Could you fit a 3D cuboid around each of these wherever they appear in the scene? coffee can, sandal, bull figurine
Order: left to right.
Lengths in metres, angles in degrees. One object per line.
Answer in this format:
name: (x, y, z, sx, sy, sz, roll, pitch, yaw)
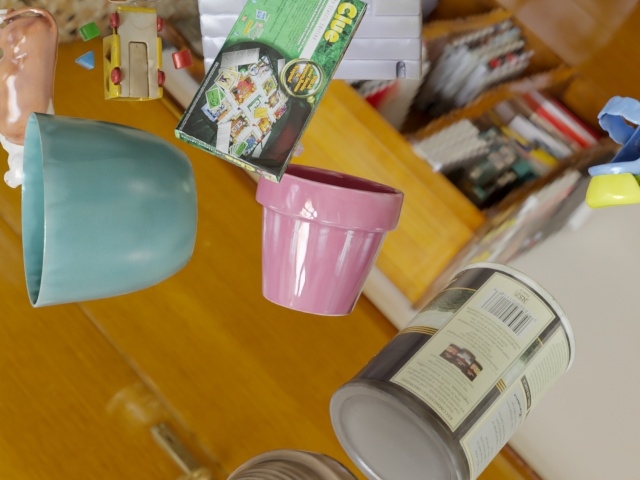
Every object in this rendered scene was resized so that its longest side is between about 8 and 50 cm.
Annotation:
bull figurine: (-0.528, -0.252, 1.889, 0.101, 0.188, 0.310, -27, 131, -70)
coffee can: (0.175, 0.184, 1.418, 0.275, 0.201, 0.201, -40, 165, -34)
sandal: (0.479, -0.136, 1.408, 0.317, 0.138, 0.126, -13, -178, -19)

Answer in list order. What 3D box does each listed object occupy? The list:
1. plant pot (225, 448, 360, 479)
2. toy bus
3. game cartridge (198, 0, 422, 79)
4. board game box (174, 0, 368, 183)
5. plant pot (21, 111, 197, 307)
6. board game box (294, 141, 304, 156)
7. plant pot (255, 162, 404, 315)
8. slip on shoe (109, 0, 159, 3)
plant pot: (-0.058, 0.309, 1.009, 0.110, 0.237, 0.237, 16, 122, -44)
toy bus: (-0.351, -0.350, 2.019, 0.202, 0.191, 0.104, -50, -155, -20)
game cartridge: (-0.016, -0.369, 1.735, 0.068, 0.355, 0.230, -73, 163, -62)
board game box: (-0.055, -0.204, 1.308, 0.030, 0.136, 0.259, 101, 14, -69)
plant pot: (-0.322, -0.046, 1.678, 0.235, 0.293, 0.293, 0, 145, -21)
board game box: (-0.078, -0.163, 1.577, 0.090, 0.090, 0.020, 2, 142, -40)
plant pot: (0.000, 0.000, 1.505, 0.201, 0.201, 0.180, -6, 110, -66)
slip on shoe: (-0.312, -0.416, 1.841, 0.041, 0.135, 0.051, -53, 136, -20)
